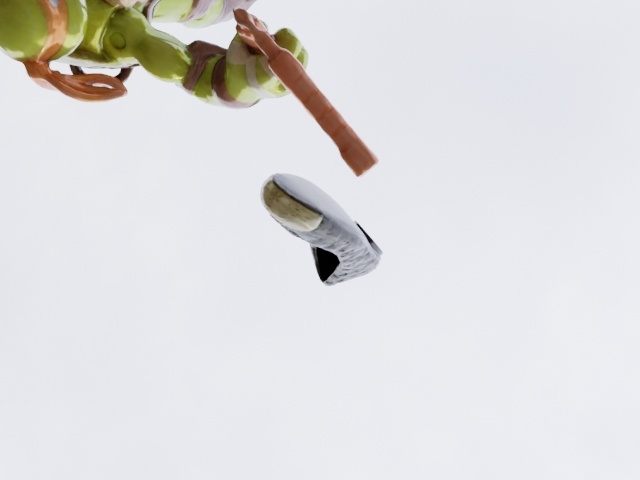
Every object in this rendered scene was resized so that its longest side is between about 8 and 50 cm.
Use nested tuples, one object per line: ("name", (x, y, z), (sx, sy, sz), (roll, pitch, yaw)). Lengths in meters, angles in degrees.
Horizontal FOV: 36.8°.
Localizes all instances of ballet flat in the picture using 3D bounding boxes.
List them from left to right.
("ballet flat", (0.000, 0.000, 0.617), (0.049, 0.173, 0.057), (-43, -113, 4))

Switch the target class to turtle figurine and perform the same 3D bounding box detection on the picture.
("turtle figurine", (-0.088, -0.112, 0.441), (0.269, 0.217, 0.087), (27, -63, -1))
